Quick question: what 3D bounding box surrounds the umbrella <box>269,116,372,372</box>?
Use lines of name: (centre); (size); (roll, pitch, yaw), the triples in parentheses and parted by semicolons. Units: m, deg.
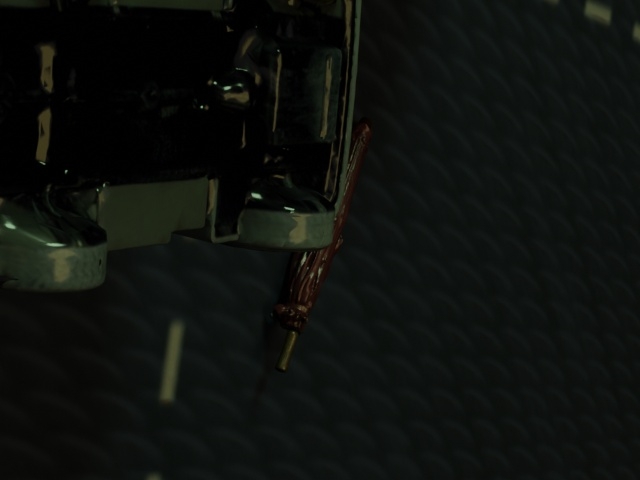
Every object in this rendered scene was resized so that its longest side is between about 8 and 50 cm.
umbrella: (0.000, 0.000, 1.042); (0.027, 0.025, 0.165); (34, 67, -34)

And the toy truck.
toy truck: (-0.132, -0.063, 0.694); (0.367, 0.175, 0.146); (-5, 105, -55)
